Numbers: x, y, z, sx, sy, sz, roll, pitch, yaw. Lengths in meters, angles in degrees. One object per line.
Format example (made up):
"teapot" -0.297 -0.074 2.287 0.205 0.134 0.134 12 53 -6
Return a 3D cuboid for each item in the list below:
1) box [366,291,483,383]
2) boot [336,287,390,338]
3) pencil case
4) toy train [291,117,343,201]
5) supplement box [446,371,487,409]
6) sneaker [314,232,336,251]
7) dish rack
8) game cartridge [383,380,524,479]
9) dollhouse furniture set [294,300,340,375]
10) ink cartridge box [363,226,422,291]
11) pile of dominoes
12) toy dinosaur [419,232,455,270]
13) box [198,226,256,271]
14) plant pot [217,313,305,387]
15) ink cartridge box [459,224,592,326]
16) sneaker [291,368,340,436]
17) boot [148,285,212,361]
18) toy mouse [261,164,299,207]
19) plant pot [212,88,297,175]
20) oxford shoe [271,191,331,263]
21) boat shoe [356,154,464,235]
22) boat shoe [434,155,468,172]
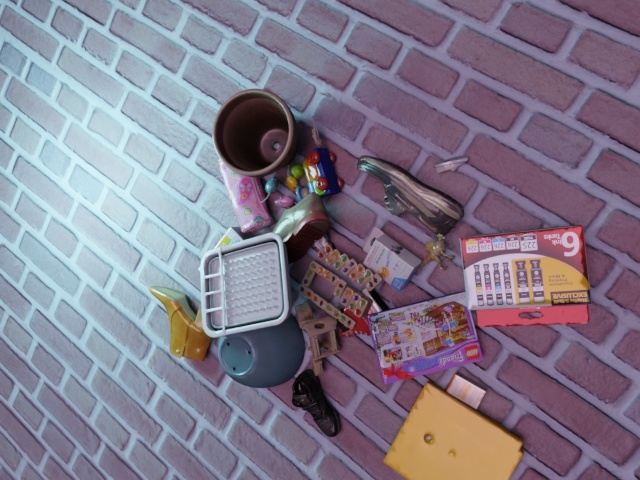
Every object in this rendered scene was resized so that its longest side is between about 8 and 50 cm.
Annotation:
"box" 0.298 0.278 1.578 0.293 0.057 0.201 -13 86 -2
"boot" 0.157 0.288 1.692 0.176 0.088 0.244 -43 71 23
"pencil case" -0.249 -0.168 1.831 0.124 0.124 0.284 -22 82 23
"toy train" -0.035 -0.249 1.754 0.143 0.105 0.248 -21 83 36
"supplement box" 0.427 0.437 1.599 0.098 0.036 0.062 29 102 20
"sneaker" 0.000 0.000 1.766 0.058 0.052 0.135 -26 81 26
"dish rack" -0.226 0.144 1.709 0.332 0.072 0.286 -15 70 29
"game cartridge" 0.385 0.616 1.589 0.323 0.052 0.285 30 96 23
"dollhouse furniture set" -0.004 0.309 1.784 0.101 0.161 0.182 -16 126 -12
"ink cartridge box" 0.201 0.055 1.655 0.181 0.061 0.104 38 129 18
"pile of dominoes" 0.050 0.138 1.691 0.251 0.040 0.196 32 106 28
"toy dinosaur" 0.342 0.042 1.614 0.092 0.053 0.183 36 137 8
"box" -0.302 0.063 1.871 0.114 0.103 0.203 45 108 16
"plant pot" -0.222 0.356 1.796 0.290 0.195 0.290 1 91 24
"ink cartridge box" 0.556 0.108 1.482 0.309 0.130 0.272 -7 90 23
"sneaker" -0.023 0.535 1.752 0.087 0.130 0.228 -28 83 24
"boot" -0.522 0.302 1.976 0.295 0.104 0.211 22 100 17
"toy mouse" -0.130 -0.158 1.784 0.143 0.031 0.161 -24 82 -17
"plant pot" -0.172 -0.318 1.725 0.263 0.229 0.263 -1 87 17
"oxford shoe" -0.095 -0.025 1.770 0.348 0.123 0.130 -36 52 36
"boat shoe" 0.244 -0.130 1.611 0.355 0.132 0.130 35 106 19
"boat shoe" 0.385 -0.220 1.602 0.100 0.035 0.035 -14 113 20
